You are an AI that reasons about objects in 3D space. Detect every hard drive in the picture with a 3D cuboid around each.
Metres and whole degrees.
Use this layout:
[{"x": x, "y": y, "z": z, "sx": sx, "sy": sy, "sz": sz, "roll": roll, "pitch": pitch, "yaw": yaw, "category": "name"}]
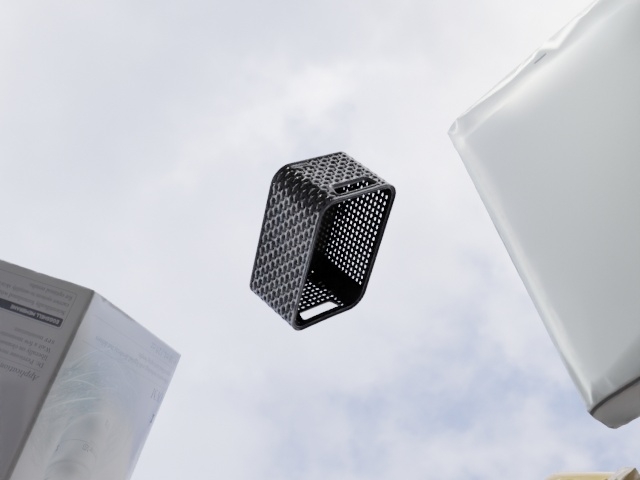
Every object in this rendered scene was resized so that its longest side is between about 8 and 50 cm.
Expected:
[{"x": 0.215, "y": -0.050, "z": 0.551, "sx": 0.040, "sy": 0.203, "sz": 0.307, "roll": 34, "pitch": -153, "yaw": -33, "category": "hard drive"}]

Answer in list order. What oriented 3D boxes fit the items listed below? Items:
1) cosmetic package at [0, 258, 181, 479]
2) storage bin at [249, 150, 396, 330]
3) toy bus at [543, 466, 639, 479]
[{"x": -0.258, "y": 0.162, "z": 0.717, "sx": 0.138, "sy": 0.224, "sz": 0.224, "roll": 16, "pitch": -108, "yaw": 16, "category": "cosmetic package"}, {"x": 0.000, "y": 0.000, "z": 0.909, "sx": 0.122, "sy": 0.180, "sz": 0.084, "roll": -18, "pitch": -136, "yaw": -41, "category": "storage bin"}, {"x": 0.237, "y": 0.222, "z": 0.581, "sx": 0.202, "sy": 0.191, "sz": 0.104, "roll": -28, "pitch": -90, "yaw": 13, "category": "toy bus"}]
